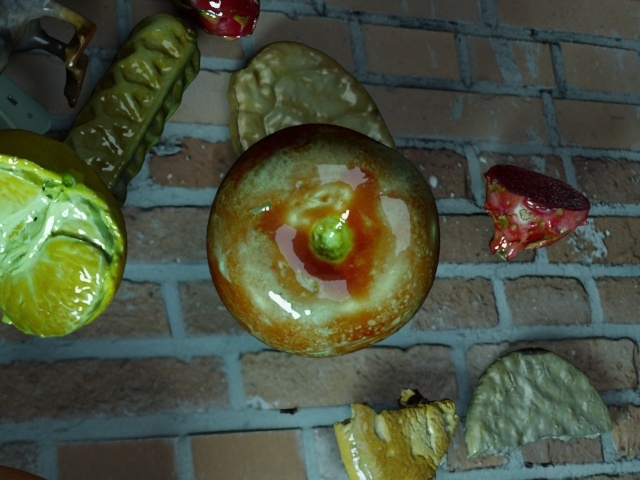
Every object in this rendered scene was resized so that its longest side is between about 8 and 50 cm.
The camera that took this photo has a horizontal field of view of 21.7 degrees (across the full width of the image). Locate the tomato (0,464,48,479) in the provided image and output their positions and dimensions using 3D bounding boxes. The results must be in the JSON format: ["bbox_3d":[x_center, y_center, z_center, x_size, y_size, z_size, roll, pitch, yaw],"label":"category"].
[{"bbox_3d":[-0.314,0.365,1.585,0.341,0.273,0.341,10,72,-32],"label":"tomato"}]

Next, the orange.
[{"bbox_3d":[-0.306,-0.021,1.757,0.237,0.179,0.158,41,35,-17],"label":"orange"}]

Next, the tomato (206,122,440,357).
[{"bbox_3d":[0.000,0.000,1.931,0.270,0.222,0.270,0,86,-7],"label":"tomato"}]

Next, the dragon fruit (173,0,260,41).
[{"bbox_3d":[-0.151,-0.310,2.003,0.190,0.094,0.094,29,62,-18],"label":"dragon fruit"}]

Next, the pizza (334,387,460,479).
[{"bbox_3d":[0.096,0.243,2.033,0.194,0.069,0.154,-32,96,-43],"label":"pizza"}]

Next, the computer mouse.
[{"bbox_3d":[-0.350,-0.150,1.856,0.110,0.032,0.056,43,47,1],"label":"computer mouse"}]

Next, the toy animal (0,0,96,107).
[{"bbox_3d":[-0.338,-0.236,1.818,0.185,0.122,0.298,14,51,-5],"label":"toy animal"}]

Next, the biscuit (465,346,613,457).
[{"bbox_3d":[0.280,0.207,2.189,0.250,0.032,0.133,-5,80,-35],"label":"biscuit"}]

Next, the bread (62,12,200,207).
[{"bbox_3d":[-0.217,-0.151,1.913,0.098,0.087,0.269,37,58,-17],"label":"bread"}]

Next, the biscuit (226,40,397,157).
[{"bbox_3d":[-0.007,-0.137,2.086,0.260,0.041,0.203,27,60,-27],"label":"biscuit"}]

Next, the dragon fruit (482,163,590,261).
[{"bbox_3d":[0.276,-0.026,2.220,0.153,0.153,0.111,6,117,-33],"label":"dragon fruit"}]
